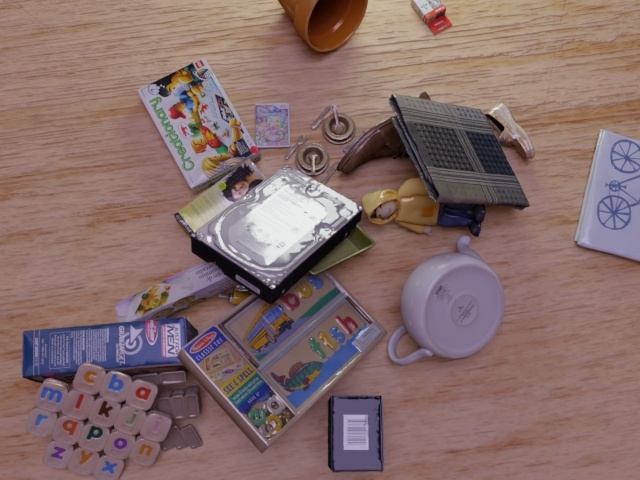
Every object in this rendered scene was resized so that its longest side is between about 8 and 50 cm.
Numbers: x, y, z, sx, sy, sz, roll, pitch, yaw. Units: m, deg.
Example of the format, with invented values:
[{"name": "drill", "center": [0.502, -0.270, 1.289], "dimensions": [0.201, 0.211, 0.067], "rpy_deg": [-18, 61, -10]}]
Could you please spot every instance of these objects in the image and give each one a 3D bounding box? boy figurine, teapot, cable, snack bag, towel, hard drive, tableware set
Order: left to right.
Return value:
[{"name": "hard drive", "center": [-0.092, -0.027, 1.601], "dimensions": [0.237, 0.064, 0.339], "rpy_deg": [32, 48, 21]}, {"name": "cable", "center": [-0.091, 0.132, 1.681], "dimensions": [0.287, 0.072, 0.139], "rpy_deg": [27, 59, -6]}, {"name": "tableware set", "center": [0.013, -0.249, 1.780], "dimensions": [0.128, 0.039, 0.194], "rpy_deg": [37, 78, 9]}, {"name": "boy figurine", "center": [0.240, -0.083, 1.670], "dimensions": [0.285, 0.177, 0.092], "rpy_deg": [6, 45, -4]}, {"name": "teapot", "center": [0.274, 0.141, 1.607], "dimensions": [0.256, 0.187, 0.252], "rpy_deg": [-12, 103, -21]}, {"name": "towel", "center": [0.319, -0.202, 1.664], "dimensions": [0.324, 0.056, 0.312], "rpy_deg": [2, 57, -36]}, {"name": "snack bag", "center": [0.825, -0.091, 1.745], "dimensions": [0.343, 0.037, 0.323], "rpy_deg": [16, 76, 4]}]

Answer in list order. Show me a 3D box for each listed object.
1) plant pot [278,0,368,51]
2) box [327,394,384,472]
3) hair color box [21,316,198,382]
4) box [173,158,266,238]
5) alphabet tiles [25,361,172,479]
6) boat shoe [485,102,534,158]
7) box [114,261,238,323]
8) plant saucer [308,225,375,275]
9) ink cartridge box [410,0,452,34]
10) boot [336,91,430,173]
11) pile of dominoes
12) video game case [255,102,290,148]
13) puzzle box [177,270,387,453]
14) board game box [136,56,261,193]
[{"name": "plant pot", "center": [-0.015, -0.621, 1.814], "dimensions": [0.205, 0.205, 0.188], "rpy_deg": [-40, 63, -10]}, {"name": "box", "center": [0.071, 0.411, 1.512], "dimensions": [0.108, 0.207, 0.153], "rpy_deg": [0, 76, -1]}, {"name": "hair color box", "center": [-0.455, 0.248, 1.569], "dimensions": [0.347, 0.174, 0.105], "rpy_deg": [-5, 74, -2]}, {"name": "box", "center": [-0.237, -0.093, 1.726], "dimensions": [0.232, 0.058, 0.087], "rpy_deg": [-40, 78, -10]}, {"name": "alphabet tiles", "center": [-0.474, 0.393, 1.520], "dimensions": [0.284, 0.021, 0.278], "rpy_deg": [21, 109, -13]}, {"name": "boat shoe", "center": [0.473, -0.267, 1.781], "dimensions": [0.059, 0.063, 0.170], "rpy_deg": [-27, 67, -5]}, {"name": "box", "center": [-0.314, 0.115, 1.624], "dimensions": [0.324, 0.067, 0.063], "rpy_deg": [-25, 65, 6]}, {"name": "plant saucer", "center": [0.000, 0.000, 1.665], "dimensions": [0.188, 0.045, 0.188], "rpy_deg": [-25, 54, -29]}, {"name": "ink cartridge box", "center": [0.298, -0.612, 1.888], "dimensions": [0.063, 0.029, 0.115], "rpy_deg": [-30, 76, -9]}, {"name": "boot", "center": [0.178, -0.242, 1.751], "dimensions": [0.305, 0.112, 0.115], "rpy_deg": [-36, 88, -12]}, {"name": "pile of dominoes", "center": [-0.393, 0.380, 1.579], "dimensions": [0.251, 0.040, 0.196], "rpy_deg": [-5, 107, -1]}, {"name": "video game case", "center": [-0.122, -0.293, 1.805], "dimensions": [0.087, 0.011, 0.122], "rpy_deg": [-2, 74, -1]}, {"name": "puzzle box", "center": [-0.072, 0.226, 1.552], "dimensions": [0.272, 0.052, 0.409], "rpy_deg": [45, 53, 9]}, {"name": "board game box", "center": [-0.306, -0.291, 1.782], "dimensions": [0.193, 0.053, 0.305], "rpy_deg": [-29, 77, -8]}]
